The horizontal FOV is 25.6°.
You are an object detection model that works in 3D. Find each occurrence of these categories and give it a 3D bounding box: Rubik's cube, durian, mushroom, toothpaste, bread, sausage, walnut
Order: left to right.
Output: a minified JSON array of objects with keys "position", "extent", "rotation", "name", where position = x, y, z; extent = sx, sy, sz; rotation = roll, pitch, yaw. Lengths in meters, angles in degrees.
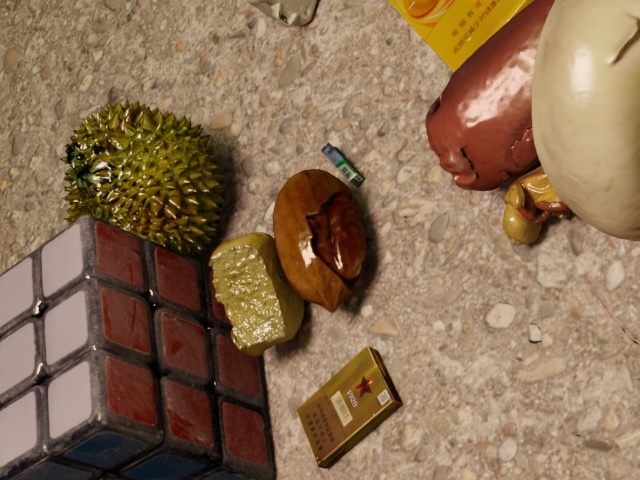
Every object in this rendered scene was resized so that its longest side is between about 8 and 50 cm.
[{"position":[-0.277,0.195,1.817],"extent":[0.301,0.305,0.303],"rotation":[-30,50,30],"name":"Rubik's cube"},{"position":[-0.251,-0.073,2.000],"extent":[0.291,0.225,0.291],"rotation":[38,134,55],"name":"durian"},{"position":[-0.077,0.066,1.819],"extent":[0.086,0.125,0.156],"rotation":[-22,86,26],"name":"bread"},{"position":[0.000,0.000,1.788],"extent":[0.116,0.116,0.207],"rotation":[-30,52,31],"name":"walnut"},{"position":[0.030,-0.101,1.873],"extent":[0.017,0.020,0.083],"rotation":[-49,44,9],"name":"toothpaste"},{"position":[0.242,-0.174,1.607],"extent":[0.280,0.152,0.152],"rotation":[-43,46,22],"name":"sausage"},{"position":[0.355,-0.134,1.400],"extent":[0.315,0.356,0.315],"rotation":[-42,15,14],"name":"mushroom"}]

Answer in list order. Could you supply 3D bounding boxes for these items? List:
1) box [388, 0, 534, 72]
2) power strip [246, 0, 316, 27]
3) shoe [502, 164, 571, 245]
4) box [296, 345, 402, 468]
[{"position":[0.175,-0.328,1.828],"extent":[0.152,0.043,0.269],"rotation":[-50,45,14],"name":"box"},{"position":[-0.019,-0.466,2.045],"extent":[0.058,0.098,0.338],"rotation":[6,74,49],"name":"power strip"},{"position":[0.244,-0.043,1.596],"extent":[0.109,0.072,0.069],"rotation":[-27,48,33],"name":"shoe"},{"position":[0.033,0.203,1.717],"extent":[0.133,0.023,0.090],"rotation":[-44,47,19],"name":"box"}]
